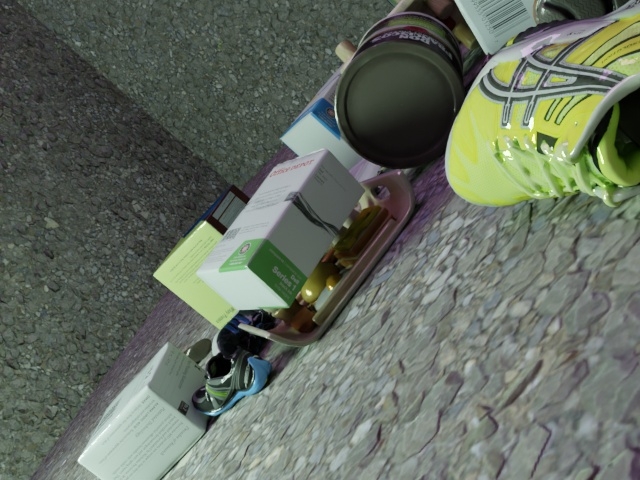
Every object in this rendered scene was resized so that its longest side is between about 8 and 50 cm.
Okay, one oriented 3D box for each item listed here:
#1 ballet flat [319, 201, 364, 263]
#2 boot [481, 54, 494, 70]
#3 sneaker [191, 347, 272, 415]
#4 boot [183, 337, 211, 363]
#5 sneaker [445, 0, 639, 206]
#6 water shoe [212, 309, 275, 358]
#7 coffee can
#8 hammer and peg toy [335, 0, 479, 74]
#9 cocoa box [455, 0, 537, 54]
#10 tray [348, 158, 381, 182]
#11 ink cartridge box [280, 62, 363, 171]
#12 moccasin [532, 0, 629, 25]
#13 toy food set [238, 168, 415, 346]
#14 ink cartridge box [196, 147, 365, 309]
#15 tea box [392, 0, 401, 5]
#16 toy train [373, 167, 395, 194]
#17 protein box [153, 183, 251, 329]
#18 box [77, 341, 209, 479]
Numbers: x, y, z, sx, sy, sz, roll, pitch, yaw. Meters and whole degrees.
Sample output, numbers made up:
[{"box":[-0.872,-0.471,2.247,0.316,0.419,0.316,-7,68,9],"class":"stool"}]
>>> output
[{"box":[0.000,0.000,1.355,0.250,0.058,0.084,-47,11,10],"class":"ballet flat"},{"box":[0.311,-0.318,1.275,0.087,0.042,0.118,-58,11,-13],"class":"boot"},{"box":[-0.142,0.205,1.162,0.188,0.078,0.067,-39,15,47],"class":"sneaker"},{"box":[-0.270,0.240,1.690,0.106,0.037,0.114,-46,6,4],"class":"boot"},{"box":[0.210,-0.099,0.627,0.147,0.145,0.385,-54,10,-27],"class":"sneaker"},{"box":[-0.121,0.147,1.294,0.080,0.073,0.203,-43,13,22],"class":"water shoe"},{"box":[0.140,-0.260,1.309,0.201,0.201,0.275,-44,11,24],"class":"coffee can"},{"box":[0.220,-0.423,1.537,0.361,0.127,0.266,-46,-24,16],"class":"hammer and peg toy"},{"box":[0.268,-0.496,1.122,0.231,0.347,0.228,-26,21,30],"class":"cocoa box"},{"box":[0.054,-0.088,1.528,0.145,0.030,0.270,-38,15,43],"class":"tray"},{"box":[0.062,-0.280,1.778,0.232,0.171,0.168,-56,13,-29],"class":"ink cartridge box"},{"box":[0.375,-0.325,0.752,0.380,0.139,0.147,-43,11,30],"class":"moccasin"},{"box":[0.001,0.025,1.170,0.306,0.092,0.220,-52,11,-12],"class":"toy food set"},{"box":[-0.056,-0.014,1.122,0.160,0.092,0.219,-9,42,56],"class":"ink cartridge box"},{"box":[0.329,-0.659,1.887,0.329,0.220,0.323,-47,10,14],"class":"tea box"},{"box":[0.116,-0.120,1.392,0.158,0.027,0.036,-48,7,4],"class":"toy train"},{"box":[-0.168,0.043,1.496,0.200,0.201,0.136,-41,13,37],"class":"protein box"},{"box":[-0.276,0.294,1.281,0.182,0.119,0.181,-47,11,11],"class":"box"}]
